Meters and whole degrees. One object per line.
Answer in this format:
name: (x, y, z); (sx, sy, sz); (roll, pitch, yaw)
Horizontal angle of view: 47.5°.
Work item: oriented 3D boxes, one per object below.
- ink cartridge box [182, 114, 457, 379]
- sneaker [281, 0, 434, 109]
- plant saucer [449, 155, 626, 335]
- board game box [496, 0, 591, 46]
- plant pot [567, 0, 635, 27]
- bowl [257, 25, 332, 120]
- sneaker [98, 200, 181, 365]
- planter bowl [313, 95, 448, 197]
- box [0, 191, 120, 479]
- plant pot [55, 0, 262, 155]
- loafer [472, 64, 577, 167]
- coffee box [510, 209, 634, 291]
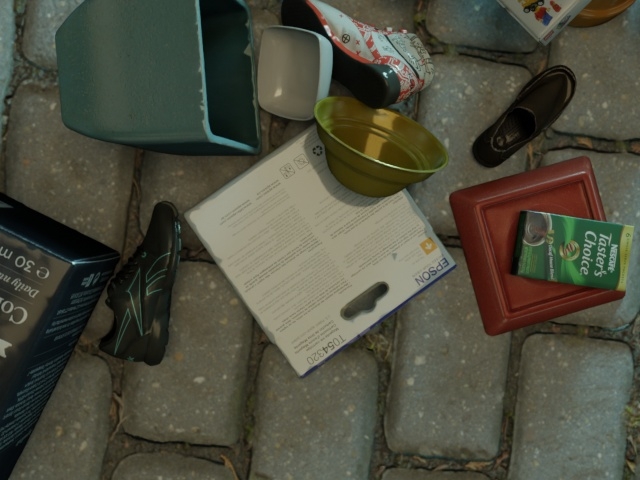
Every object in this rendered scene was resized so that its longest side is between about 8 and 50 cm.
ink cartridge box: (0.000, 0.000, 1.199); (0.324, 0.071, 0.330); (-35, 93, -5)
sneaker: (0.064, -0.324, 1.201); (0.145, 0.090, 0.270); (-27, 62, -37)
plant saucer: (0.376, 0.009, 1.234); (0.258, 0.048, 0.259); (-16, 92, -3)
board game box: (0.371, -0.464, 1.054); (0.305, 0.053, 0.193); (-45, 73, 23)
plant pot: (0.456, -0.470, 1.166); (0.205, 0.188, 0.205); (0, 90, -3)
bowl: (-0.035, -0.268, 1.170); (0.053, 0.142, 0.142); (-12, 116, -45)
sneaker: (-0.283, 0.066, 1.160); (0.106, 0.101, 0.267); (9, 90, -15)
planter bowl: (0.078, -0.128, 1.108); (0.217, 0.217, 0.090); (21, 121, -3)
box: (-0.631, 0.129, 1.054); (0.480, 0.297, 0.472); (26, 90, -3)
plant pot: (-0.252, -0.250, 1.106); (0.252, 0.248, 0.247); (-4, 91, 13)
loafer: (0.353, -0.207, 1.215); (0.080, 0.078, 0.220); (43, 88, -3)
coffee box: (0.412, 0.016, 1.192); (0.184, 0.040, 0.113); (10, 89, -3)
